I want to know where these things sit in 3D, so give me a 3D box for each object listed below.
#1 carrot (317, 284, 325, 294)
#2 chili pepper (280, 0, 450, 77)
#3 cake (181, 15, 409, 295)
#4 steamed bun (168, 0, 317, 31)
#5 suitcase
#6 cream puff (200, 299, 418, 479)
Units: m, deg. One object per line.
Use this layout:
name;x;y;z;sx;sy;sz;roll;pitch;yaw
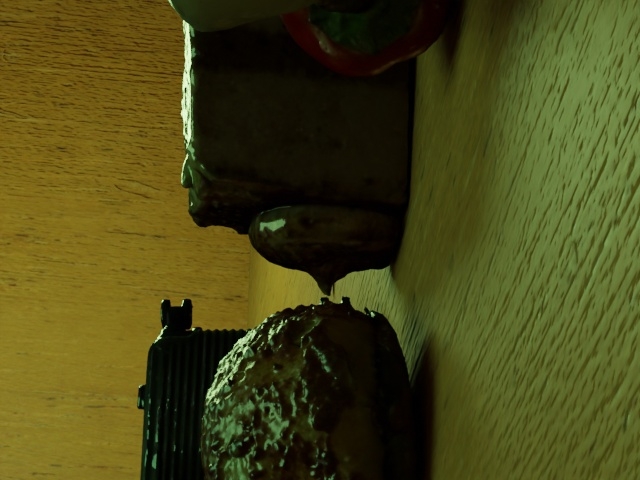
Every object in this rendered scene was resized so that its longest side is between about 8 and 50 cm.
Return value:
carrot;0.000;0.000;1.972;0.035;0.035;0.142;104;162;-61
chili pepper;0.029;-0.185;1.254;0.338;0.134;0.131;-103;17;-57
cake;-0.027;-0.099;1.486;0.196;0.198;0.293;131;141;-77
steamed bun;-0.001;-0.301;0.981;0.342;0.255;0.368;24;-110;-66
suitcase;-0.056;0.206;1.519;0.128;0.202;0.312;82;-172;-64
cream puff;-0.009;0.157;1.297;0.240;0.164;0.240;-173;90;-79
